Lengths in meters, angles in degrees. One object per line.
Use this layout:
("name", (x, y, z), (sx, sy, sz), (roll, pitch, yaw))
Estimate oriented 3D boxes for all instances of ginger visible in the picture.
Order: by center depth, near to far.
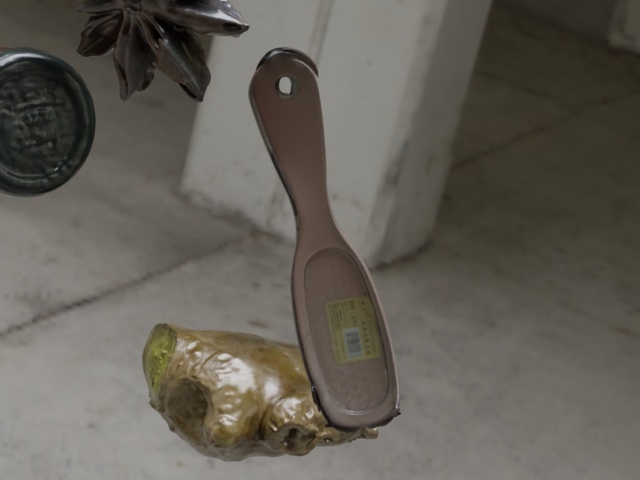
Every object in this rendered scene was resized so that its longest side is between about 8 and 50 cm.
("ginger", (-0.044, 0.163, 1.602), (0.270, 0.123, 0.219), (7, 14, -25))

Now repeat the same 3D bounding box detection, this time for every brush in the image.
("brush", (-0.002, 0.000, 1.202), (0.072, 0.313, 0.067), (-15, 17, -1))

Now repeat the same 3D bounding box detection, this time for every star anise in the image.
("star anise", (-0.150, -0.235, 1.387), (0.209, 0.231, 0.089), (35, 28, 8))

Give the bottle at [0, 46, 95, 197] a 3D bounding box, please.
("bottle", (-0.368, -0.133, 1.586), (0.144, 0.144, 0.336), (0, 8, -37))
